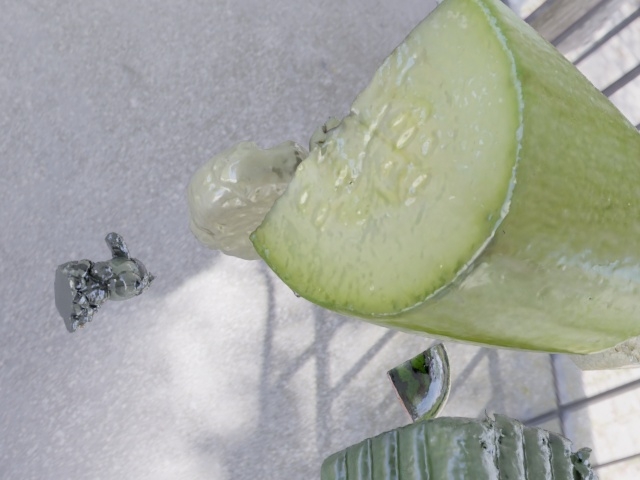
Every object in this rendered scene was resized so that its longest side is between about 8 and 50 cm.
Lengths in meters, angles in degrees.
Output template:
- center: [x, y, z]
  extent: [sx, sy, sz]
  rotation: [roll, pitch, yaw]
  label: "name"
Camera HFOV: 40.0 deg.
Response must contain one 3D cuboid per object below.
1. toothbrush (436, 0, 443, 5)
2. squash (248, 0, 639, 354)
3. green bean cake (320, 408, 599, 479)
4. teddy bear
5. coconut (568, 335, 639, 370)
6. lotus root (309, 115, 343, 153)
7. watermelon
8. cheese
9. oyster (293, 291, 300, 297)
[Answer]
- center: [0.272, -0.344, 1.014]
  extent: [0.030, 0.304, 0.030]
  rotation: [47, 31, -41]
  label: "toothbrush"
- center: [0.108, -0.008, 0.584]
  extent: [0.155, 0.237, 0.204]
  rotation: [7, 42, -46]
  label: "squash"
- center: [0.139, 0.257, 0.831]
  extent: [0.227, 0.222, 0.125]
  rotation: [24, 47, -35]
  label: "green bean cake"
- center: [-0.482, 0.080, 1.983]
  extent: [0.251, 0.144, 0.171]
  rotation: [-26, 112, -31]
  label: "teddy bear"
- center: [0.553, 0.070, 1.551]
  extent: [0.297, 0.297, 0.309]
  rotation: [4, 77, -33]
  label: "coconut"
- center: [0.079, -0.153, 1.576]
  extent: [0.119, 0.235, 0.138]
  rotation: [3, 85, -33]
  label: "lotus root"
- center: [0.197, 0.284, 1.750]
  extent: [0.137, 0.145, 0.193]
  rotation: [15, 79, 5]
  label: "watermelon"
- center: [-0.102, -0.081, 1.745]
  extent: [0.326, 0.318, 0.115]
  rotation: [-12, 61, -14]
  label: "cheese"
- center: [0.007, 0.003, 1.903]
  extent: [0.092, 0.198, 0.259]
  rotation: [40, 81, -26]
  label: "oyster"
